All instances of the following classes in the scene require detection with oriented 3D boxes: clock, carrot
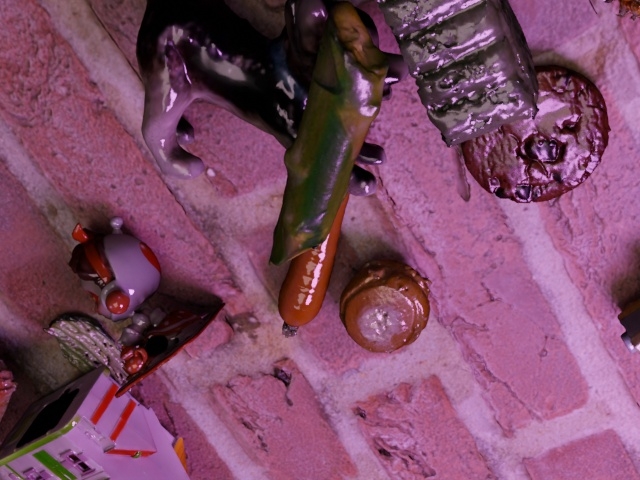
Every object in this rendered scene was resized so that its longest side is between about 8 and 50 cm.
[{"bbox_3d":[-0.330,0.380,1.344,0.235,0.166,0.309,-30,113,33],"label":"clock"},{"bbox_3d":[0.000,0.000,1.179,0.069,0.069,0.336,18,114,-2],"label":"carrot"}]

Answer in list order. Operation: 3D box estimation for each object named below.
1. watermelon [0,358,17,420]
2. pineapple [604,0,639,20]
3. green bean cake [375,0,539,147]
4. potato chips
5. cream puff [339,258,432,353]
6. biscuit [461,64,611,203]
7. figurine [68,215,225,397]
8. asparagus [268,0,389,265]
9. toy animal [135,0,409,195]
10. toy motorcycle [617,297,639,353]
[{"bbox_3d":[-0.627,0.275,1.307,0.264,0.151,0.302,39,115,35],"label":"watermelon"},{"bbox_3d":[0.403,-0.302,0.943,0.176,0.137,0.161,-15,73,19],"label":"pineapple"},{"bbox_3d":[0.140,-0.258,0.927,0.132,0.241,0.255,-21,113,18],"label":"green bean cake"},{"bbox_3d":[-0.353,0.197,1.343,0.092,0.028,0.207,-27,111,19],"label":"potato chips"},{"bbox_3d":[0.092,0.090,1.190,0.126,0.103,0.144,25,118,0],"label":"cream puff"},{"bbox_3d":[0.276,-0.137,1.082,0.192,0.049,0.192,3,113,7],"label":"biscuit"},{"bbox_3d":[-0.279,0.070,1.201,0.160,0.183,0.226,-36,95,13],"label":"figurine"},{"bbox_3d":[0.003,-0.090,0.915,0.085,0.082,0.343,14,126,-2],"label":"asparagus"},{"bbox_3d":[-0.064,-0.224,0.997,0.344,0.194,0.302,5,118,6],"label":"toy animal"},{"bbox_3d":[0.576,0.175,1.143,0.237,0.169,0.410,-34,103,15],"label":"toy motorcycle"}]
